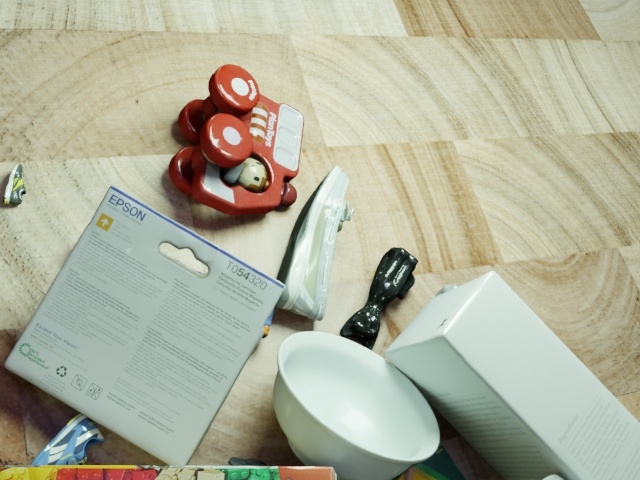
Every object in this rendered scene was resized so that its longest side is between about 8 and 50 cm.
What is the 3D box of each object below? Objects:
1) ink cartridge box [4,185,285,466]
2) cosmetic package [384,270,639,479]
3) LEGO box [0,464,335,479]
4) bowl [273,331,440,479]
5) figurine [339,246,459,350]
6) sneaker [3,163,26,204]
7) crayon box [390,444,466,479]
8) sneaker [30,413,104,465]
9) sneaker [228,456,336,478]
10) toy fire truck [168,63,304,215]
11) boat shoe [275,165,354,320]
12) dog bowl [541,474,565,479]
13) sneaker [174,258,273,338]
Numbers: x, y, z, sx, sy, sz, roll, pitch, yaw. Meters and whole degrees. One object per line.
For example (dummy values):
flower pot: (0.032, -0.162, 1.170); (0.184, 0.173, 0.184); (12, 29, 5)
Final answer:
ink cartridge box: (-0.269, 0.135, 1.102); (0.324, 0.071, 0.330); (30, 87, 3)
cosmetic package: (0.351, 0.288, 1.197); (0.453, 0.230, 0.161); (46, 65, -1)
LEGO box: (-0.227, 0.404, 0.798); (0.372, 0.500, 0.193); (6, 60, -17)
bowl: (0.035, 0.294, 1.148); (0.297, 0.134, 0.298); (26, 19, -10)
figurine: (0.169, 0.156, 1.350); (0.214, 0.092, 0.209); (35, 63, 1)
sneaker: (-0.549, -0.099, 1.265); (0.035, 0.031, 0.083); (18, 60, -26)
crayon box: (0.137, 0.484, 1.139); (0.278, 0.081, 0.165); (-26, 72, -31)
sneaker: (-0.390, 0.329, 1.055); (0.059, 0.053, 0.144); (40, 57, 3)
sneaker: (-0.068, 0.377, 1.023); (0.153, 0.268, 0.101); (12, 70, -7)
toy fire truck: (-0.145, -0.182, 1.393); (0.253, 0.169, 0.302); (22, 55, -29)
boat shoe: (0.001, 0.000, 1.359); (0.103, 0.118, 0.321); (25, 59, -12)
dog bowl: (0.280, 0.493, 1.043); (0.348, 0.349, 0.102); (-24, 53, -30)
sneaker: (-0.180, 0.093, 1.253); (0.221, 0.083, 0.087); (32, 62, -11)
